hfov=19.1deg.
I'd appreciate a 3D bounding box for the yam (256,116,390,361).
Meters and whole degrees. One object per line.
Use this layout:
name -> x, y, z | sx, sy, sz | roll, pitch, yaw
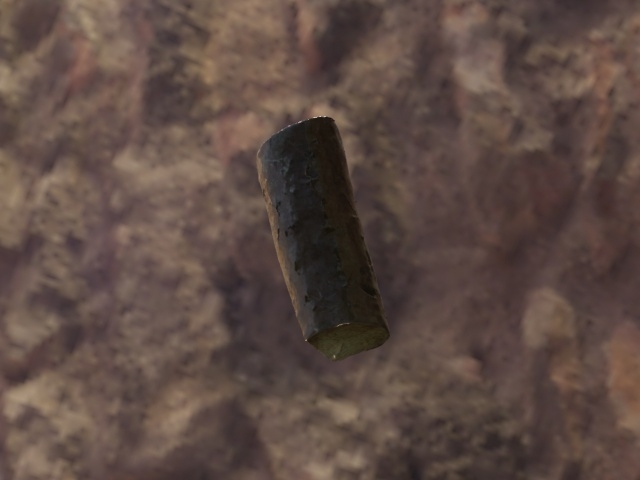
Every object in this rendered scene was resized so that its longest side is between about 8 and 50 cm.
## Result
yam -> 0.000, 0.000, 1.359 | 0.068, 0.068, 0.169 | -35, -122, 43
